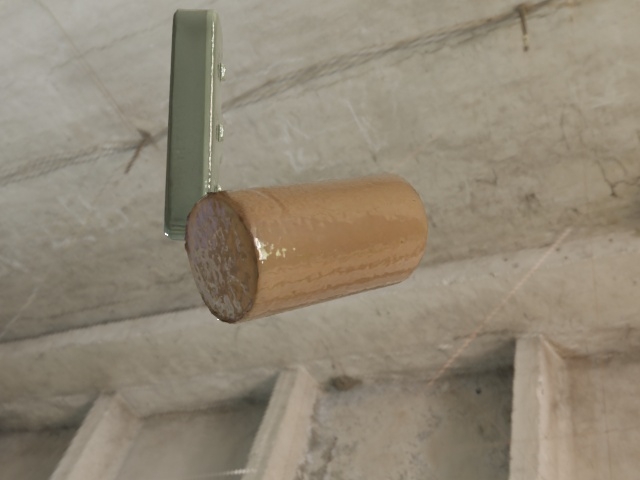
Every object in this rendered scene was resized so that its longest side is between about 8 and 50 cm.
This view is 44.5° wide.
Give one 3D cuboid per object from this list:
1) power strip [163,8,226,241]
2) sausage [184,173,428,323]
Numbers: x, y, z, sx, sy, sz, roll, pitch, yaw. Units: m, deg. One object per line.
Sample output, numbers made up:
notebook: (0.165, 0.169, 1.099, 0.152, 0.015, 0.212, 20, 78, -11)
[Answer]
power strip: (-0.146, -0.131, 0.949, 0.059, 0.265, 0.193, 2, -178, -4)
sausage: (0.000, 0.000, 0.768, 0.252, 0.123, 0.123, -10, -161, -41)
